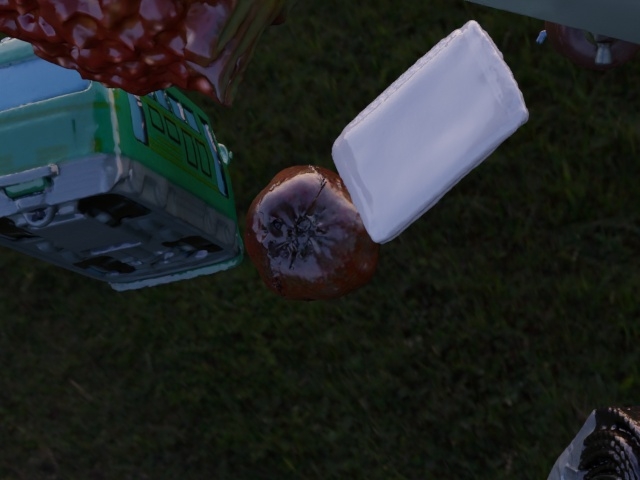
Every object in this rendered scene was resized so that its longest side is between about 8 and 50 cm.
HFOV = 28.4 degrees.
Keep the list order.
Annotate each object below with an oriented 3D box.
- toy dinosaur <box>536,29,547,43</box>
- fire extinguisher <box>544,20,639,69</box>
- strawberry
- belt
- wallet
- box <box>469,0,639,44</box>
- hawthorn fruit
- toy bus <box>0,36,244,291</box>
[{"bbox_3d":[0.447,-0.365,2.084,0.197,0.045,0.080,-27,74,24],"label":"toy dinosaur"},{"bbox_3d":[0.327,-0.278,1.497,0.106,0.337,0.147,-3,100,6],"label":"fire extinguisher"},{"bbox_3d":[-0.151,-0.264,0.856,0.343,0.292,0.292,29,73,13],"label":"strawberry"},{"bbox_3d":[0.341,0.298,1.413,0.164,0.289,0.184,-3,52,-17],"label":"belt"},{"bbox_3d":[0.090,-0.091,1.068,0.183,0.032,0.124,-42,52,24],"label":"wallet"},{"bbox_3d":[0.157,-0.217,0.599,0.129,0.086,0.225,15,78,1],"label":"box"},{"bbox_3d":[0.000,0.000,1.610,0.181,0.235,0.181,-2,82,16],"label":"hawthorn fruit"},{"bbox_3d":[-0.216,-0.076,1.262,0.183,0.343,0.199,-12,75,13],"label":"toy bus"}]
